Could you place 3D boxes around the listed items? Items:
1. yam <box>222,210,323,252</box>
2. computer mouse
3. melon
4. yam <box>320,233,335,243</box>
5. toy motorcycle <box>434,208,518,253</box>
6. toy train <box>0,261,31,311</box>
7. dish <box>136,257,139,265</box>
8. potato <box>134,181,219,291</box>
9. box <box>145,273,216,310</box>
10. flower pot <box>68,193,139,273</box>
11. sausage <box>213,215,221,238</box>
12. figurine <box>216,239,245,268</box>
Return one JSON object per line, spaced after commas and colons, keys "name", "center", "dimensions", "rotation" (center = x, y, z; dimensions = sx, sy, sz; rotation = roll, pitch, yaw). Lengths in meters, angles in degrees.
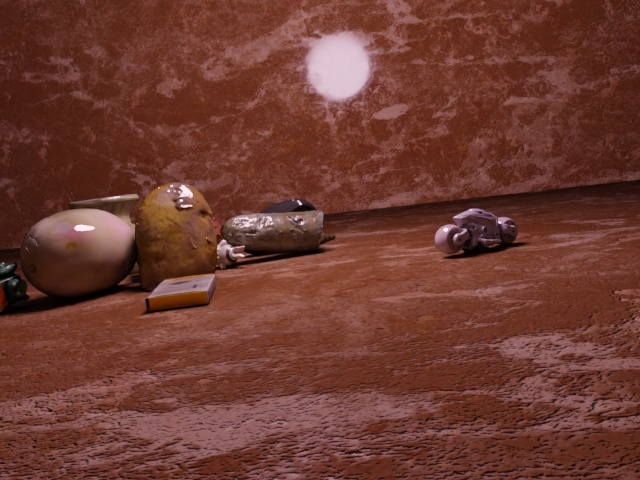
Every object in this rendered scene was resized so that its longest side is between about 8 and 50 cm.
{"name": "yam", "center": [-0.131, -0.028, 1.968], "dimensions": [0.330, 0.133, 0.133], "rotation": [0, 3, -24]}
{"name": "computer mouse", "center": [-0.137, -0.052, 2.102], "dimensions": [0.269, 0.137, 0.086], "rotation": [-26, 46, 5]}
{"name": "melon", "center": [-0.604, 0.030, 1.657], "dimensions": [0.223, 0.223, 0.317], "rotation": [-3, 7, 29]}
{"name": "yam", "center": [0.001, -0.001, 2.238], "dimensions": [0.027, 0.029, 0.234], "rotation": [24, 15, 17]}
{"name": "toy motorcycle", "center": [0.392, -0.027, 1.641], "dimensions": [0.254, 0.112, 0.112], "rotation": [-9, 6, -30]}
{"name": "toy train", "center": [-0.834, 0.129, 1.575], "dimensions": [0.285, 0.116, 0.177], "rotation": [-2, 20, 35]}
{"name": "dish", "center": [-0.451, 0.043, 1.878], "dimensions": [0.151, 0.077, 0.212], "rotation": [-8, -13, -20]}
{"name": "potato", "center": [-0.374, -0.018, 1.700], "dimensions": [0.229, 0.266, 0.229], "rotation": [-8, 2, 0]}
{"name": "box", "center": [-0.301, 0.111, 1.455], "dimensions": [0.129, 0.033, 0.247], "rotation": [-8, 6, -3]}
{"name": "flower pot", "center": [-0.670, -0.016, 2.082], "dimensions": [0.307, 0.244, 0.307], "rotation": [-6, 5, 0]}
{"name": "sausage", "center": [-0.495, -0.027, 2.449], "dimensions": [0.279, 0.152, 0.152], "rotation": [-6, 5, 29]}
{"name": "figurine", "center": [-0.274, 0.037, 1.893], "dimensions": [0.146, 0.081, 0.098], "rotation": [-6, 6, 13]}
